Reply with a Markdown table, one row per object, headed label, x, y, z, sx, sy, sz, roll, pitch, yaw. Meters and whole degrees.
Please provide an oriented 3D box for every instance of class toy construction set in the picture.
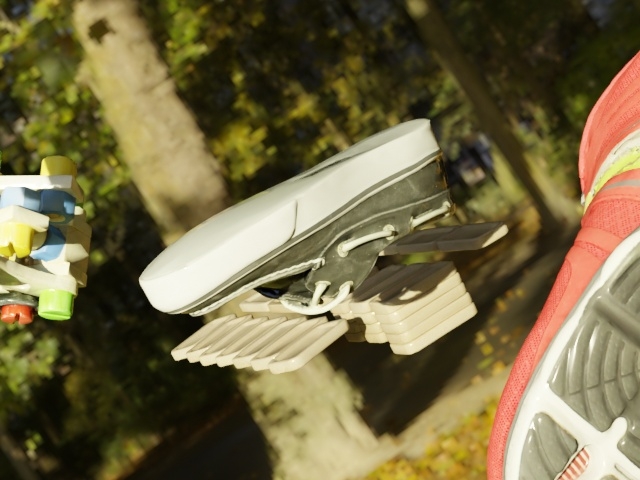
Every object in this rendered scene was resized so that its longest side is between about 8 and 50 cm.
| label | x | y | z | sx | sy | sz | roll | pitch | yaw |
| --- | --- | --- | --- | --- | --- | --- | --- | --- | --- |
| toy construction set | -0.338 | -0.005 | 1.235 | 0.215 | 0.327 | 0.151 | 46 | -123 | -63 |

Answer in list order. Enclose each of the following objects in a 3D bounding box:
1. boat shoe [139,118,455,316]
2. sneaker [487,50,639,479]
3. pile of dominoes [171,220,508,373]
| label | x | y | z | sx | sy | sz | roll | pitch | yaw |
| --- | --- | --- | --- | --- | --- | --- | --- | --- | --- |
| boat shoe | 0.000 | 0.000 | 0.761 | 0.219 | 0.070 | 0.078 | -29 | 11 | -40 |
| sneaker | 0.137 | -0.006 | 0.527 | 0.279 | 0.107 | 0.118 | -56 | 22 | -21 |
| pile of dominoes | 0.011 | 0.052 | 1.003 | 0.196 | 0.040 | 0.251 | -30 | 10 | -23 |
